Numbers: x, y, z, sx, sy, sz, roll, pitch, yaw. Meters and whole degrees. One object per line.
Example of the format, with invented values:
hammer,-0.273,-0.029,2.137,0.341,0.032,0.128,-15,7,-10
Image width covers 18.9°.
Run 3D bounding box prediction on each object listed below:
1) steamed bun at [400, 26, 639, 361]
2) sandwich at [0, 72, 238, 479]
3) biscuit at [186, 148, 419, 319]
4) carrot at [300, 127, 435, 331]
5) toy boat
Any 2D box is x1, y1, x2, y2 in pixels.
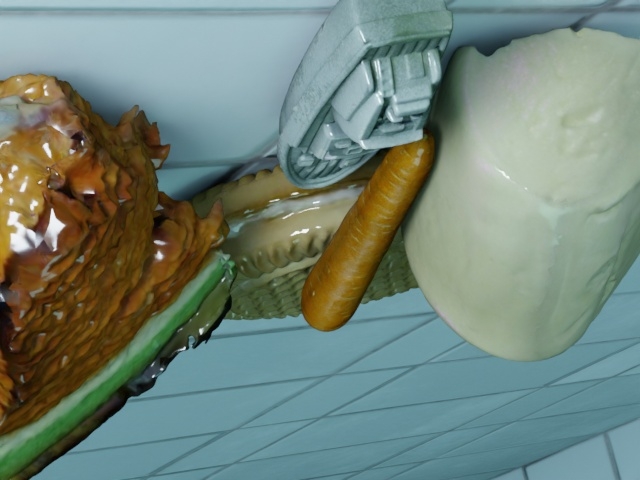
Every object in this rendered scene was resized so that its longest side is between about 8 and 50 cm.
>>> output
steamed bun,0.144,-0.053,1.286,0.200,0.170,0.225,-44,159,-34
sandwich,-0.182,0.002,1.178,0.250,0.162,0.301,-45,159,-25
biscuit,0.000,0.000,1.462,0.259,0.079,0.259,-13,165,-3
carrot,0.032,-0.005,1.298,0.043,0.043,0.248,-8,153,-23
toy boat,0.021,-0.079,1.169,0.078,0.085,0.260,-11,166,-16
